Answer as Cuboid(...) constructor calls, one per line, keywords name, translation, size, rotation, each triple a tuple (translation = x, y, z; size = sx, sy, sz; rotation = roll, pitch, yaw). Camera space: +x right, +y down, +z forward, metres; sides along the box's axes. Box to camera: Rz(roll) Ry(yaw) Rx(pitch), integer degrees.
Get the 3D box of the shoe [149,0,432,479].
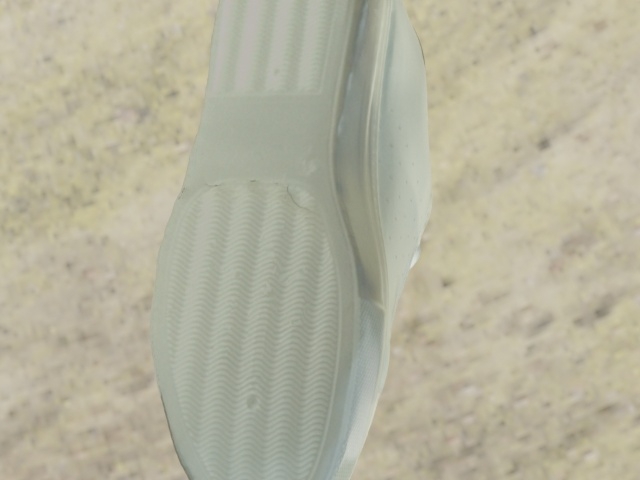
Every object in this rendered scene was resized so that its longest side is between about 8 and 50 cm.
Cuboid(name="shoe", translation=(0.000, 0.000, 1.002), size=(0.131, 0.363, 0.160), rotation=(-4, 158, 22))
